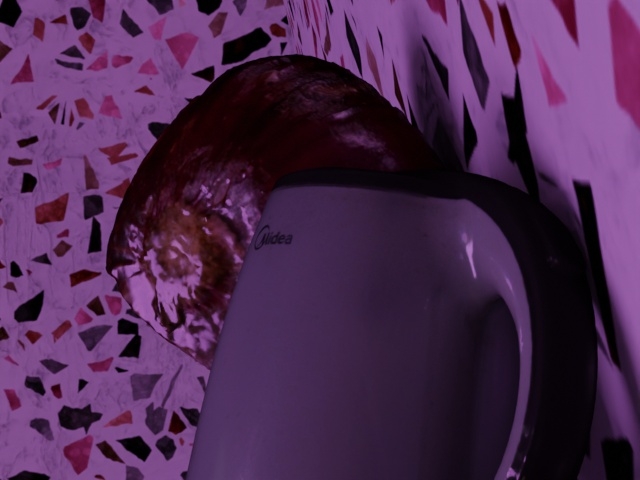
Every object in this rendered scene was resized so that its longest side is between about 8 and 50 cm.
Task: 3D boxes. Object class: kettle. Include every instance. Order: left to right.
[{"bbox_3d":[0.037,0.084,0.490,0.221,0.161,0.237,-8,68,59],"label":"kettle"}]

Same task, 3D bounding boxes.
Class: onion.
[{"bbox_3d":[0.003,-0.004,0.702,0.206,0.216,0.207,38,115,31],"label":"onion"}]
